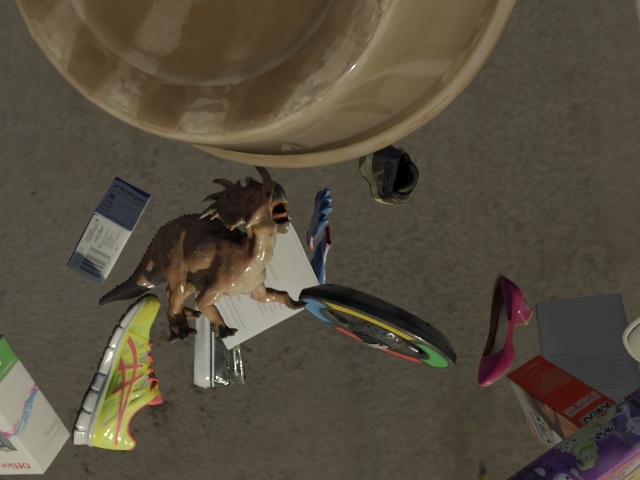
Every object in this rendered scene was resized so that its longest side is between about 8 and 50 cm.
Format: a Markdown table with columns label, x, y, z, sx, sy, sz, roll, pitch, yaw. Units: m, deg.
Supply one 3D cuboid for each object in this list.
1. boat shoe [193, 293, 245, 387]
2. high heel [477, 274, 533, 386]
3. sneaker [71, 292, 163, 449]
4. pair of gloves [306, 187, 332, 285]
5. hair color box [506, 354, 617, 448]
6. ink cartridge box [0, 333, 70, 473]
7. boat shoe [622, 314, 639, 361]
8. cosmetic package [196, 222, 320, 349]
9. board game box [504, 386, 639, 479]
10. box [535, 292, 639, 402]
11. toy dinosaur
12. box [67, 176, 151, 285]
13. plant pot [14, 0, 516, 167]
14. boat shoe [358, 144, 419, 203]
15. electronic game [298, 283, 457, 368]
| label | x | y | z | sx | sy | sz | roll | pitch | yaw |
| --- | --- | --- | --- | --- | --- | --- | --- | --- | --- |
| boat shoe | -0.183 | 0.122 | 1.942 | 0.119 | 0.121 | 0.335 | 2 | 106 | -5 |
| high heel | 0.372 | 0.191 | 2.139 | 0.117 | 0.082 | 0.244 | 48 | 60 | -19 |
| sneaker | -0.238 | 0.170 | 1.276 | 0.094 | 0.081 | 0.209 | 22 | 83 | -7 |
| pair of gloves | 0.000 | 0.000 | 2.026 | 0.023 | 0.159 | 0.198 | 4 | 51 | -13 |
| hair color box | 0.282 | 0.201 | 1.112 | 0.053 | 0.167 | 0.093 | -31 | 111 | -12 |
| ink cartridge box | -0.504 | 0.253 | 1.525 | 0.212 | 0.154 | 0.093 | 65 | 34 | -30 |
| boat shoe | 0.254 | 0.045 | 0.645 | 0.046 | 0.125 | 0.038 | 54 | 39 | -4 |
| cosmetic package | -0.118 | 0.058 | 1.671 | 0.183 | 0.151 | 0.152 | -28 | 106 | -10 |
| board game box | 0.287 | 0.172 | 0.882 | 0.346 | 0.208 | 0.056 | -30 | 58 | -14 |
| box | 0.501 | 0.287 | 1.849 | 0.168 | 0.345 | 0.215 | -7 | 120 | 12 |
| toy dinosaur | -0.138 | 0.009 | 1.241 | 0.127 | 0.295 | 0.201 | -35 | 117 | -63 |
| box | -0.360 | -0.018 | 1.712 | 0.072 | 0.137 | 0.126 | 29 | 118 | -10 |
| plant pot | -0.033 | -0.176 | 0.568 | 0.323 | 0.280 | 0.323 | 2 | 107 | 6 |
| boat shoe | 0.084 | -0.069 | 1.116 | 0.056 | 0.049 | 0.152 | -66 | 157 | -4 |
| electronic game | 0.076 | 0.119 | 1.357 | 0.229 | 0.229 | 0.048 | 29 | 76 | -22 |
